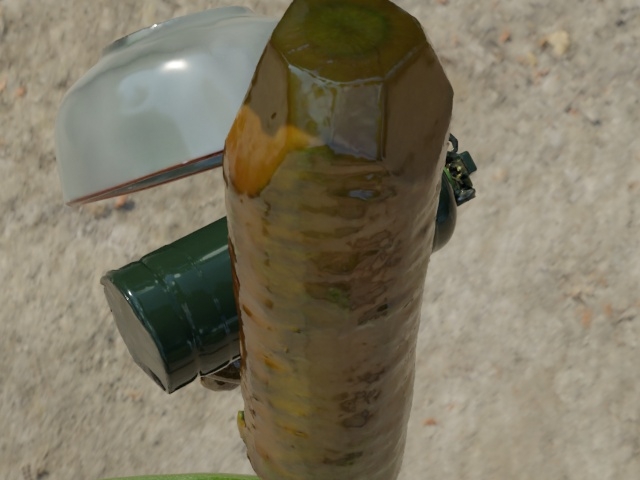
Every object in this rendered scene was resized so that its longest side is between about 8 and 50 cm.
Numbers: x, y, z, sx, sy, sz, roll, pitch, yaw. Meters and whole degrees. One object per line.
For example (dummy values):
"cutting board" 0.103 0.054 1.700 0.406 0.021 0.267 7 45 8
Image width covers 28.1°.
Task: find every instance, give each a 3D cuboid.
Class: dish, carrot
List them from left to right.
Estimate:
"dish" -0.102 -0.118 1.055 0.256 0.256 0.117 -19 93 -29
"carrot" 0.005 0.016 0.682 0.114 0.302 0.114 2 40 -2

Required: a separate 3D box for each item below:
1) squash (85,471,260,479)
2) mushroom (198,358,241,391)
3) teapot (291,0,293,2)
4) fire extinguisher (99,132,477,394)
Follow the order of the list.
"squash" -0.140 0.268 1.176 0.395 0.107 0.107 -4 60 10
"mushroom" -0.075 0.098 1.220 0.126 0.109 0.085 -10 84 -46
"teapot" 0.019 -0.207 1.214 0.077 0.200 0.107 40 43 23
"fire extinguisher" 0.000 0.000 0.917 0.311 0.114 0.095 -27 85 -20
